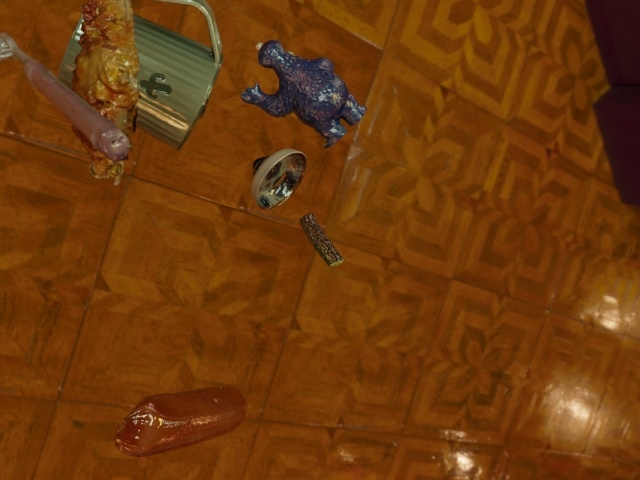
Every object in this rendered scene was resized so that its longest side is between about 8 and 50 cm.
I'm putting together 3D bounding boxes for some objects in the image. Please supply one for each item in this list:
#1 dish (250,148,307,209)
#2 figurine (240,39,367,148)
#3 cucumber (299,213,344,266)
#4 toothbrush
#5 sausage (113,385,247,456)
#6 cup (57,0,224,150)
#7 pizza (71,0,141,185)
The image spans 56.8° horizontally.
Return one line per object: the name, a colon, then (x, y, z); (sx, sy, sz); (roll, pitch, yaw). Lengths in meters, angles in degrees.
dish: (-0.102, -0.139, 1.192); (0.141, 0.078, 0.141); (-41, 156, -23)
figurine: (-0.027, -0.313, 1.212); (0.262, 0.121, 0.164); (29, 83, -12)
cucumber: (0.000, 0.000, 1.820); (0.058, 0.058, 0.187); (-27, 71, -24)
toothbrush: (-0.231, -0.128, 0.481); (0.029, 0.354, 0.024); (-28, 130, -24)
sausage: (-0.235, 0.323, 1.072); (0.097, 0.094, 0.348); (-57, 158, 5)
cup: (-0.478, -0.508, 1.672); (0.393, 0.310, 0.400); (25, 91, -21)
pizza: (-0.301, -0.219, 0.823); (0.082, 0.229, 0.289); (2, 100, -28)
